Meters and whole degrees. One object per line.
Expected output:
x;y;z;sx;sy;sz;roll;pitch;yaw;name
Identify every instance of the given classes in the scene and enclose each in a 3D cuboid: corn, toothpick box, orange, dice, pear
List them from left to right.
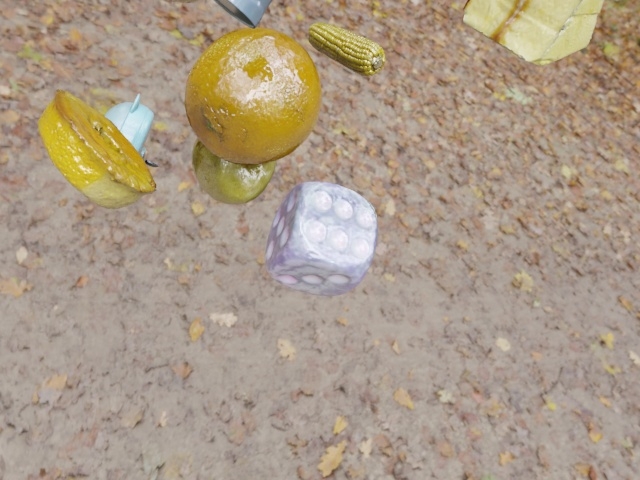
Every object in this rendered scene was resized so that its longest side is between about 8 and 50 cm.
-0.214;-0.203;1.301;0.188;0.229;0.211;11;9;-41;pear
-0.132;-0.282;1.062;0.274;0.274;0.274;15;50;-19;orange
-0.095;-0.414;0.799;0.101;0.153;0.101;36;5;-4;toothpick box
0.000;0.000;1.628;0.270;0.271;0.270;20;61;-19;dice
0.055;-0.454;1.260;0.080;0.080;0.231;-24;47;-39;corn

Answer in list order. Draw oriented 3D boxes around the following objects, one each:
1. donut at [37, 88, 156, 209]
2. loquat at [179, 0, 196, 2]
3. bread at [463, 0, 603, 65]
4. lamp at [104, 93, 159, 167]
-0.291;-0.109;0.687;0.162;0.065;0.178;48;5;-35;donut
-0.390;-0.779;1.475;0.235;0.235;0.235;15;50;-19;loquat
0.475;-0.559;1.196;0.198;0.236;0.263;-30;59;-21;bread
-0.518;-0.253;1.413;0.147;0.284;0.209;19;70;-3;lamp
